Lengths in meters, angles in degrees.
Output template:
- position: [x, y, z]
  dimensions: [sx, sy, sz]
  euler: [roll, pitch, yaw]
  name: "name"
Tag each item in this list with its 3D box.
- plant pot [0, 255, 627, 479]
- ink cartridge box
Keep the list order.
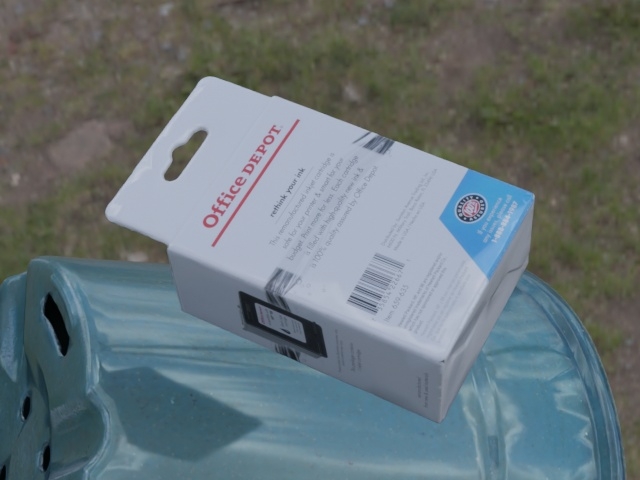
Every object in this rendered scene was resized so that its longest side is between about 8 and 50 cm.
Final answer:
- position: [-0.045, 0.157, 0.960]
  dimensions: [0.334, 0.341, 0.341]
  euler: [10, 41, -29]
  name: "plant pot"
- position: [0.000, 0.000, 0.722]
  dimensions: [0.180, 0.060, 0.104]
  euler: [22, 60, 18]
  name: "ink cartridge box"
